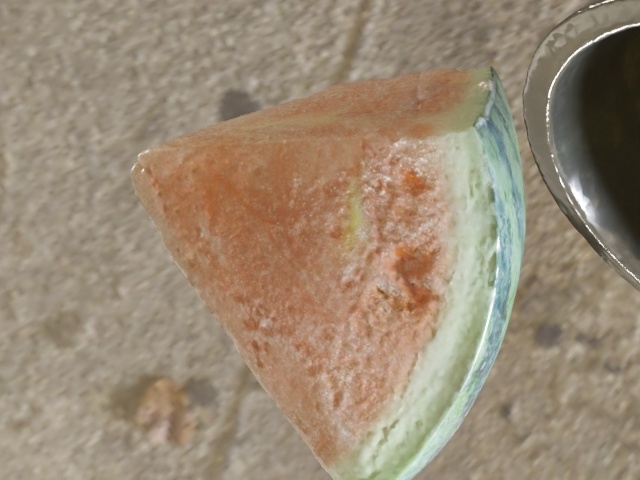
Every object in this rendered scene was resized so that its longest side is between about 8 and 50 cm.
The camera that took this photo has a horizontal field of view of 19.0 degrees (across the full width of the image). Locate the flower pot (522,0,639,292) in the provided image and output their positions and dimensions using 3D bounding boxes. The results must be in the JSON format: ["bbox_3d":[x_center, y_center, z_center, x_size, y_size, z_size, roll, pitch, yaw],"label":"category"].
[{"bbox_3d":[0.256,-0.070,0.961,0.269,0.166,0.269,30,153,17],"label":"flower pot"}]

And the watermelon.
[{"bbox_3d":[0.030,0.021,1.362,0.250,0.292,0.283,-119,34,-50],"label":"watermelon"}]
